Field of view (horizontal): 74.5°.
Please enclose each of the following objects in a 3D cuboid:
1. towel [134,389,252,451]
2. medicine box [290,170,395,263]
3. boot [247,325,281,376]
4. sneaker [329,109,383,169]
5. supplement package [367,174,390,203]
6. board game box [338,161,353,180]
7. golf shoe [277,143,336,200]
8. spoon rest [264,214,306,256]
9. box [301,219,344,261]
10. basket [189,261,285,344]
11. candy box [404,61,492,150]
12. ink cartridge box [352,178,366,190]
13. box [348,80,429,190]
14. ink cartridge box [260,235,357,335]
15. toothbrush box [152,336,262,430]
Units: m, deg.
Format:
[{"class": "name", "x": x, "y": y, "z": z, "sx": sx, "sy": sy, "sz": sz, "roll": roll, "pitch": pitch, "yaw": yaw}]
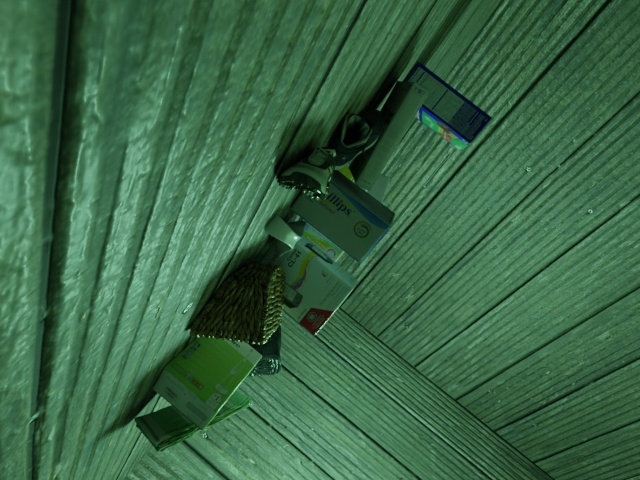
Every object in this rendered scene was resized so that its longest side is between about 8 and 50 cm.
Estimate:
[{"class": "towel", "x": -0.420, "y": 0.567, "z": 1.397, "sx": 0.324, "sy": 0.038, "sz": 0.247, "roll": -14, "pitch": -172, "yaw": -38}, {"class": "medicine box", "x": 0.083, "y": -0.091, "z": 1.320, "sx": 0.149, "sy": 0.263, "sz": 0.289, "roll": -53, "pitch": 176, "yaw": 16}, {"class": "boot", "x": -0.391, "y": 0.549, "z": 2.290, "sx": 0.445, "sy": 0.366, "sz": 0.146, "roll": -104, "pitch": -157, "yaw": -67}, {"class": "sneaker", "x": 0.113, "y": -0.296, "z": 1.109, "sx": 0.226, "sy": 0.086, "sz": 0.163, "roll": -50, "pitch": 178, "yaw": -20}, {"class": "supplement package", "x": 0.199, "y": -0.212, "z": 1.939, "sx": 0.293, "sy": 0.177, "sz": 0.175, "roll": 26, "pitch": 81, "yaw": -86}, {"class": "board game box", "x": 0.136, "y": -0.289, "z": 1.604, "sx": 0.317, "sy": 0.064, "sz": 0.242, "roll": -55, "pitch": 175, "yaw": 40}, {"class": "golf shoe", "x": -0.021, "y": -0.156, "z": 0.918, "sx": 0.273, "sy": 0.105, "sz": 0.120, "roll": -63, "pitch": 175, "yaw": -80}, {"class": "spoon rest", "x": -0.094, "y": -0.010, "z": 1.248, "sx": 0.137, "sy": 0.084, "sz": 0.276, "roll": -51, "pitch": 172, "yaw": -1}, {"class": "box", "x": 0.000, "y": 0.000, "z": 1.640, "sx": 0.114, "sy": 0.203, "sz": 0.103, "roll": -51, "pitch": 176, "yaw": -11}, {"class": "basket", "x": -0.236, "y": 0.168, "z": 1.264, "sx": 0.299, "sy": 0.222, "sz": 0.214, "roll": -10, "pitch": 105, "yaw": -84}, {"class": "candy box", "x": 0.443, "y": -0.481, "z": 1.552, "sx": 0.122, "sy": 0.317, "sz": 0.268, "roll": -51, "pitch": 175, "yaw": 12}, {"class": "ink cartridge box", "x": 0.166, "y": -0.223, "z": 1.610, "sx": 0.104, "sy": 0.060, "sz": 0.180, "roll": -52, "pitch": 176, "yaw": 11}, {"class": "box", "x": 0.195, "y": -0.325, "z": 1.284, "sx": 0.322, "sy": 0.058, "sz": 0.232, "roll": -58, "pitch": -167, "yaw": 18}, {"class": "ink cartridge box", "x": -0.059, "y": 0.138, "z": 1.461, "sx": 0.226, "sy": 0.306, "sz": 0.131, "roll": -53, "pitch": 176, "yaw": 14}, {"class": "toothbrush box", "x": -0.355, "y": 0.422, "z": 1.360, "sx": 0.122, "sy": 0.206, "sz": 0.283, "roll": -54, "pitch": 176, "yaw": 30}]
